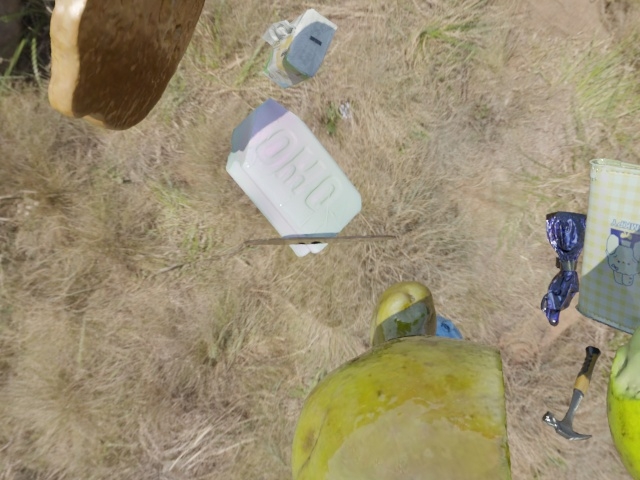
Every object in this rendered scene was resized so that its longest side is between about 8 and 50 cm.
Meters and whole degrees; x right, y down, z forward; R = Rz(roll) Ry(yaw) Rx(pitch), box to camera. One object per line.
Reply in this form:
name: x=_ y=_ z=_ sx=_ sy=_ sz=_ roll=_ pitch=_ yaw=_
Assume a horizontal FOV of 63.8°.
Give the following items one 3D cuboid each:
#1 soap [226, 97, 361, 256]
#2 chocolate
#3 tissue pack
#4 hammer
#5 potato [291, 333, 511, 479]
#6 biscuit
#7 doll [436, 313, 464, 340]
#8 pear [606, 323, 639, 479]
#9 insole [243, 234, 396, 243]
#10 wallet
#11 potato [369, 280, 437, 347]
soap: x=-0.072 y=-0.157 z=1.249 sx=0.208 sy=0.115 sz=0.347 roll=-45 pitch=102 yaw=-27
chocolate: x=0.727 y=0.087 z=1.531 sx=0.126 sy=0.148 sz=0.344 roll=4 pitch=93 yaw=16
tissue pack: x=-0.083 y=-0.532 z=1.413 sx=0.145 sy=0.229 sz=0.159 roll=26 pitch=89 yaw=-23
hammer: x=0.456 y=0.263 z=0.898 sx=0.078 sy=0.021 sz=0.201 roll=36 pitch=54 yaw=13
potato: x=0.080 y=0.270 z=0.612 sx=0.279 sy=0.212 sz=0.331 roll=-1 pitch=74 yaw=19
biscuit: x=-0.277 y=-0.348 z=0.780 sx=0.062 sy=0.365 sz=0.386 roll=28 pitch=102 yaw=-2
doll: x=0.337 y=0.319 z=1.544 sx=0.141 sy=0.314 sz=0.177 roll=-37 pitch=68 yaw=-28
pear: x=0.455 y=0.173 z=0.565 sx=0.286 sy=0.176 sz=0.282 roll=36 pitch=92 yaw=-9
insole: x=0.000 y=0.000 z=1.096 sx=0.327 sy=0.111 sz=0.007 roll=-2 pitch=85 yaw=-4
wallet: x=0.573 y=0.022 z=0.916 sx=0.077 sy=0.223 sz=0.310 roll=-20 pitch=117 yaw=-27
potato: x=0.171 y=0.175 z=1.084 sx=0.136 sy=0.200 sz=0.155 roll=-14 pitch=60 yaw=-17
